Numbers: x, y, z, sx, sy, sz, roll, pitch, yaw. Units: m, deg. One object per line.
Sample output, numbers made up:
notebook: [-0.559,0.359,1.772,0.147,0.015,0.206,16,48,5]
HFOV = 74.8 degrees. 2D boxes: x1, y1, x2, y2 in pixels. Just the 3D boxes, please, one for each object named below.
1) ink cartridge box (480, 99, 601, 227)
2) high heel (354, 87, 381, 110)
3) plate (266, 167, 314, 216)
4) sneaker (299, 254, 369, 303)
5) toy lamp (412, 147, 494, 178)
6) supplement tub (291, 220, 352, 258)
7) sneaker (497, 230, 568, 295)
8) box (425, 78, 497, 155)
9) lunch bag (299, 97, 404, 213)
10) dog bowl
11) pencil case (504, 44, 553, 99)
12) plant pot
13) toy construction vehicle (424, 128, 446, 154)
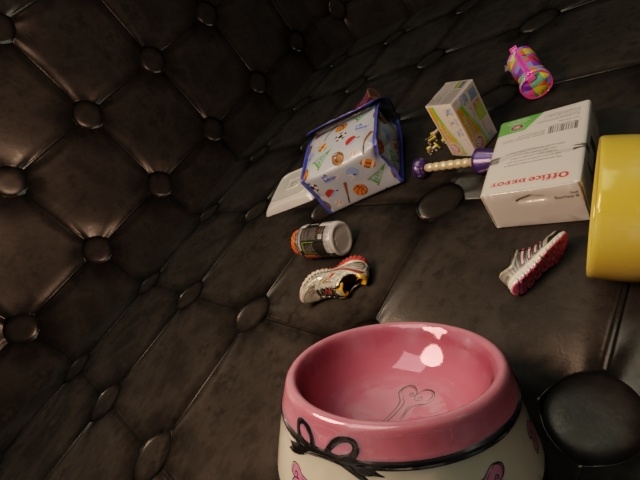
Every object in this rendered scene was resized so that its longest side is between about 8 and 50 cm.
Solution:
ink cartridge box: [0.531,-0.178,1.004,0.211,0.121,0.289,-6,45,44]
high heel: [0.216,-0.484,1.815,0.181,0.127,0.377,116,163,-47]
plate: [-0.109,-0.244,1.871,0.278,0.045,0.277,-16,38,34]
sneaker: [0.036,0.124,1.193,0.225,0.088,0.092,-30,33,18]
toy lamp: [0.407,-0.228,1.254,0.275,0.080,0.080,6,53,52]
supplement tub: [0.000,0.000,1.363,0.190,0.117,0.117,-4,46,44]
sneaker: [0.442,0.035,0.884,0.170,0.063,0.075,-46,37,1]
box: [0.432,-0.368,1.279,0.114,0.203,0.103,-49,31,-11]
lunch bag: [0.119,-0.344,1.541,0.328,0.239,0.385,-20,41,30]
dog bowl: [0.122,0.258,0.662,0.408,0.150,0.408,-9,9,1]
pencil case: [0.670,-0.547,1.354,0.104,0.104,0.236,-24,35,25]
plant pot: [0.584,-0.050,0.684,0.239,0.254,0.254,4,51,31]
toy construction vehicle: [0.403,-0.350,1.452,0.098,0.035,0.086,-31,32,15]
